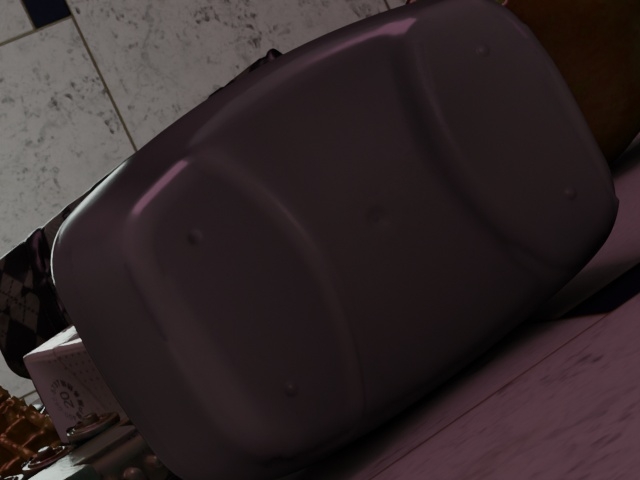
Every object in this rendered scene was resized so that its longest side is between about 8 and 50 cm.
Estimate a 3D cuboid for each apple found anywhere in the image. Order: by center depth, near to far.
[{"bbox_3d":[0.194,-0.168,1.716,0.246,0.246,0.226,-28,9,47],"label":"apple"}]

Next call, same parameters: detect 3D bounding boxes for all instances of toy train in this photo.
[{"bbox_3d":[-0.177,0.189,1.427,0.125,0.080,0.194,-13,14,47],"label":"toy train"}]

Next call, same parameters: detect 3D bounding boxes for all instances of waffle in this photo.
[{"bbox_3d":[-0.323,0.236,1.676,0.229,0.057,0.219,-46,34,-21],"label":"waffle"}]

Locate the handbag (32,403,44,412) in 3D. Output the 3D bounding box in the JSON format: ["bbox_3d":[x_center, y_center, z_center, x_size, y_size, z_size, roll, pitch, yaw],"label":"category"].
[{"bbox_3d":[-0.362,0.257,1.919,0.254,0.093,0.308,-34,4,-18],"label":"handbag"}]

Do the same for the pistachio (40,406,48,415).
[{"bbox_3d":[-0.203,0.165,1.802,0.185,0.126,0.108,-37,-38,-19],"label":"pistachio"}]

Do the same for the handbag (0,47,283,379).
[{"bbox_3d":[-0.098,0.009,1.918,0.416,0.180,0.317,-34,-30,21],"label":"handbag"}]

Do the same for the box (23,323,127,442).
[{"bbox_3d":[-0.066,0.067,1.562,0.330,0.095,0.210,-13,16,43],"label":"box"}]

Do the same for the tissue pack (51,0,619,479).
[{"bbox_3d":[0.000,0.000,1.189,0.333,0.229,0.236,-34,6,-22],"label":"tissue pack"}]
